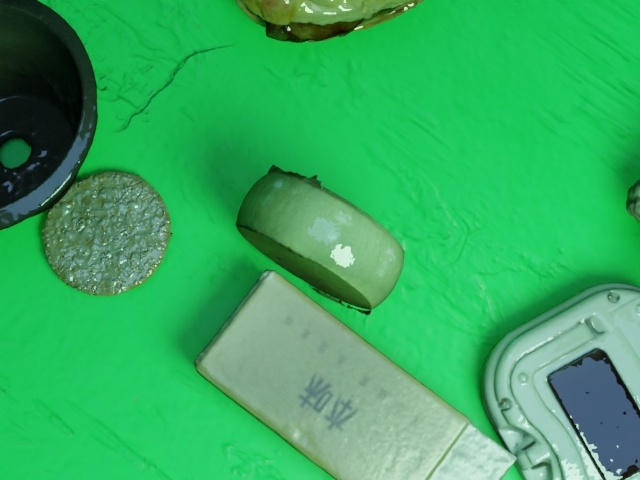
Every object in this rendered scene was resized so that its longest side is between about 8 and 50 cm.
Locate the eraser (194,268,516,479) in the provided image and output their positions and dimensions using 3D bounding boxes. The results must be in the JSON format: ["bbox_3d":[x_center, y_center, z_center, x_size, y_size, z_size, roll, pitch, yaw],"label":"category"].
[{"bbox_3d":[0.035,0.188,1.202,0.343,0.078,0.144,36,81,4],"label":"eraser"}]

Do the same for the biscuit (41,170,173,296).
[{"bbox_3d":[-0.244,-0.008,1.256,0.152,0.020,0.152,0,78,0],"label":"biscuit"}]

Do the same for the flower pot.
[{"bbox_3d":[-0.357,-0.120,1.195,0.269,0.166,0.269,0,78,2],"label":"flower pot"}]

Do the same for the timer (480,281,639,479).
[{"bbox_3d":[0.319,0.189,1.210,0.237,0.087,0.262,-28,80,-7],"label":"timer"}]

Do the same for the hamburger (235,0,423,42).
[{"bbox_3d":[-0.005,-0.322,1.258,0.329,0.162,0.209,12,81,-2],"label":"hamburger"}]

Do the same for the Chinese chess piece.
[{"bbox_3d":[0.000,0.000,1.180,0.188,0.188,0.083,30,79,3],"label":"Chinese chess piece"}]

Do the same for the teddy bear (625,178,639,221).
[{"bbox_3d":[0.460,0.019,1.217,0.236,0.151,0.267,-22,90,-34],"label":"teddy bear"}]
